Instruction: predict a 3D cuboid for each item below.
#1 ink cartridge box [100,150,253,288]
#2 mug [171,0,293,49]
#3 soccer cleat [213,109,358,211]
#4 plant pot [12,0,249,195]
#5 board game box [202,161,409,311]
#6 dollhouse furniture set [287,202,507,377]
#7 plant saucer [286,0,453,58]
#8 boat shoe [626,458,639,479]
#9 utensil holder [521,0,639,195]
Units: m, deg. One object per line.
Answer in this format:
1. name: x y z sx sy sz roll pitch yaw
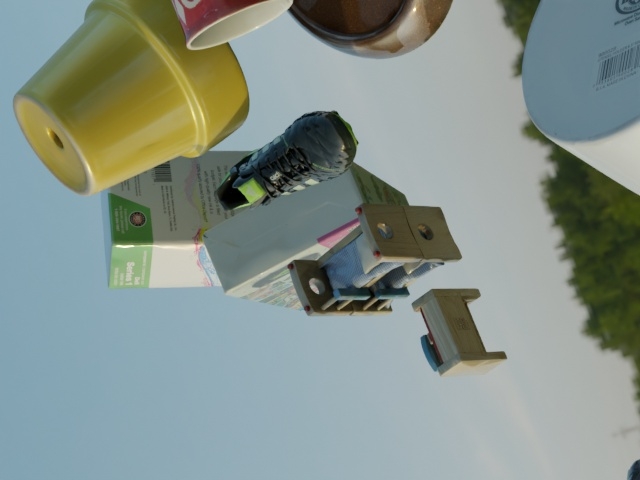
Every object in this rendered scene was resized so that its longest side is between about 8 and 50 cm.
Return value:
1. ink cartridge box: -0.198 -0.035 2.213 0.117 0.278 0.201 103 161 -47
2. mug: -0.100 -0.288 1.369 0.150 0.113 0.169 -23 -93 -48
3. soccer cleat: -0.029 -0.060 1.191 0.072 0.179 0.060 -41 -80 -30
4. plant pot: -0.264 -0.191 1.868 0.254 0.239 0.254 40 153 25
5. board game box: 0.000 0.000 1.962 0.098 0.224 0.303 66 -166 14
6. dollhouse furniture set: 0.076 0.073 1.470 0.129 0.129 0.184 2 -122 -44
7. plant saucer: 0.032 -0.372 1.808 0.050 0.310 0.311 -37 -71 -45
8. boat shoe: 0.396 0.304 1.641 0.206 0.075 0.065 44 -133 -58
9. utensil holder: 0.444 -0.157 1.420 0.385 0.327 0.328 26 -145 -27
